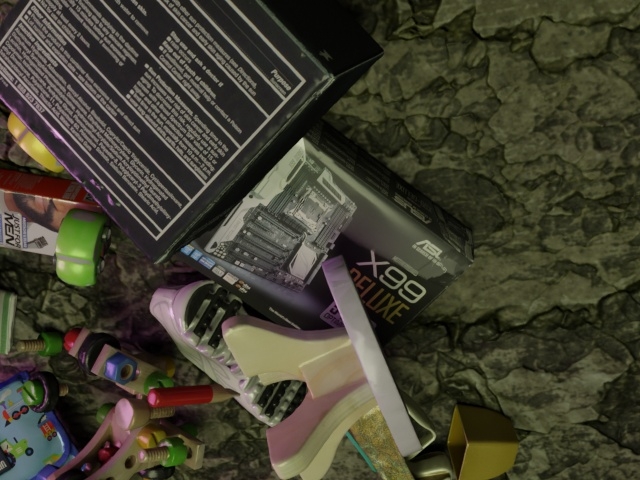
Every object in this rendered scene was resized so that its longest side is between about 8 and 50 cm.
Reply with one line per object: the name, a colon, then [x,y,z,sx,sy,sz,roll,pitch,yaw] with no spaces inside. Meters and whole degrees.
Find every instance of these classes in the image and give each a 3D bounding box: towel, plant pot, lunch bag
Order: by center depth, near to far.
plant pot: [0.232,0.286,1.423,0.083,0.081,0.081,1,124,-7]
towel: [-0.509,0.097,1.437,0.152,0.023,0.113,17,121,0]
lunch bag: [-0.467,0.346,1.484,0.221,0.138,0.293,-33,109,-18]

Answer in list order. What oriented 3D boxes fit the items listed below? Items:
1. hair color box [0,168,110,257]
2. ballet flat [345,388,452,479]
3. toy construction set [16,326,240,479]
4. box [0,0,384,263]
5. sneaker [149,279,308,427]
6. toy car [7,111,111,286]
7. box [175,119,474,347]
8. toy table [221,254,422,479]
hair color box: [-0.360,-0.033,1.311,0.167,0.053,0.093,9,123,1]
ballet flat: [0.123,0.311,1.437,0.123,0.123,0.348,-19,118,19]
toy construction set: [-0.228,0.237,1.384,0.309,0.237,0.257,-13,78,41]
box: [-0.147,-0.192,1.061,0.296,0.183,0.294,47,119,0]
sneaker: [-0.120,0.153,1.380,0.118,0.110,0.292,4,141,45]
toy car: [-0.284,-0.050,1.236,0.239,0.053,0.225,11,96,1]
box: [0.000,0.000,1.267,0.307,0.076,0.242,36,120,-15]
toy table: [0.003,0.164,1.202,0.161,0.252,0.274,-23,106,2]
